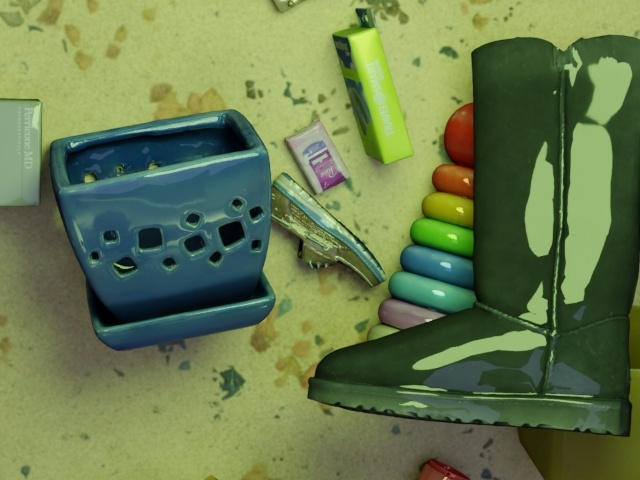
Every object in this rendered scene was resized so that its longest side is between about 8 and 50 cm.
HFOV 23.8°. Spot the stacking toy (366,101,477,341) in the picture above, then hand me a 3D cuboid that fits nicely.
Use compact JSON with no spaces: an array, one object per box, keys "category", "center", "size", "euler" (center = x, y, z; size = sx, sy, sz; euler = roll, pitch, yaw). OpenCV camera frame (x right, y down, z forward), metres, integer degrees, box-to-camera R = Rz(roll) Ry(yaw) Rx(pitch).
[{"category":"stacking toy","center":[0.167,-0.007,1.852],"size":[0.141,0.141,0.330],"euler":[17,90,-14]}]

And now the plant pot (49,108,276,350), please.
[{"category":"plant pot","center":[-0.173,-0.011,1.727],"size":[0.236,0.236,0.212],"euler":[-11,108,-9]}]

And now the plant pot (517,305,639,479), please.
[{"category":"plant pot","center":[0.349,0.201,1.888],"size":[0.212,0.212,0.187],"euler":[5,110,-12]}]

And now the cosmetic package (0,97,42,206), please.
[{"category":"cosmetic package","center":[-0.434,-0.101,1.720],"size":[0.238,0.107,0.127],"euler":[-1,96,-8]}]

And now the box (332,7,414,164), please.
[{"category":"box","center":[0.059,-0.185,1.805],"size":[0.042,0.109,0.178],"euler":[-18,102,-7]}]

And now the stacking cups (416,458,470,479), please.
[{"category":"stacking cups","center":[0.089,0.427,1.920],"size":[0.096,0.096,0.316],"euler":[23,91,-14]}]

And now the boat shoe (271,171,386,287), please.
[{"category":"boat shoe","center":[0.000,0.000,1.850],"size":[0.183,0.066,0.066],"euler":[43,93,-5]}]

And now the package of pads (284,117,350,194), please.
[{"category":"package of pads","center":[-0.004,-0.102,1.845],"size":[0.050,0.032,0.083],"euler":[-30,103,-3]}]

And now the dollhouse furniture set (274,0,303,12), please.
[{"category":"dollhouse furniture set","center":[-0.014,-0.355,1.742],"size":[0.151,0.123,0.144],"euler":[-28,103,6]}]

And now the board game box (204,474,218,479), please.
[{"category":"board game box","center":[-0.044,0.415,1.769],"size":[0.064,0.316,0.242],"euler":[-38,104,-12]}]

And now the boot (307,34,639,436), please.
[{"category":"boot","center":[0.185,-0.015,1.722],"size":[0.367,0.146,0.445],"euler":[4,83,4]}]
